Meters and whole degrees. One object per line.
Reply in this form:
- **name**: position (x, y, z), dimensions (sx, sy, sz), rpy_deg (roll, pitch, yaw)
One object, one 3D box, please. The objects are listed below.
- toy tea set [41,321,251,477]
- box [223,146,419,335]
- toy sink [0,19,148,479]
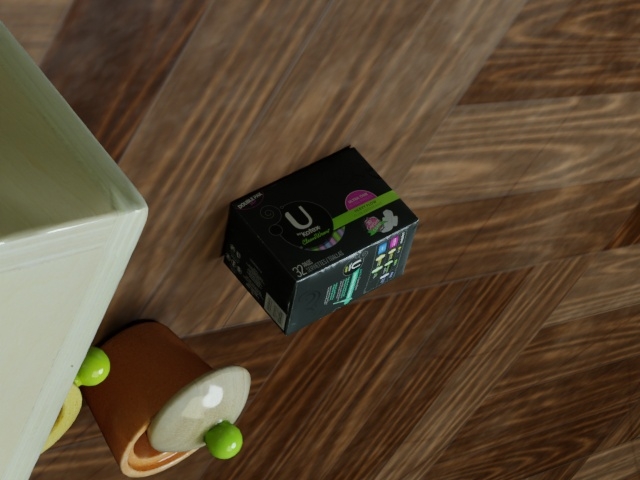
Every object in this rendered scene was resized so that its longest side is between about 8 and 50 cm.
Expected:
- **toy tea set**: position (-0.175, 0.156, 0.910), dimensions (0.336, 0.124, 0.200), rpy_deg (-36, 155, -10)
- **box**: position (0.000, 0.000, 0.975), dimensions (0.083, 0.062, 0.052), rpy_deg (-27, 151, -27)
- **toy sink**: position (-0.188, 0.029, 0.651), dimensions (0.131, 0.153, 0.234), rpy_deg (-16, 147, -42)
